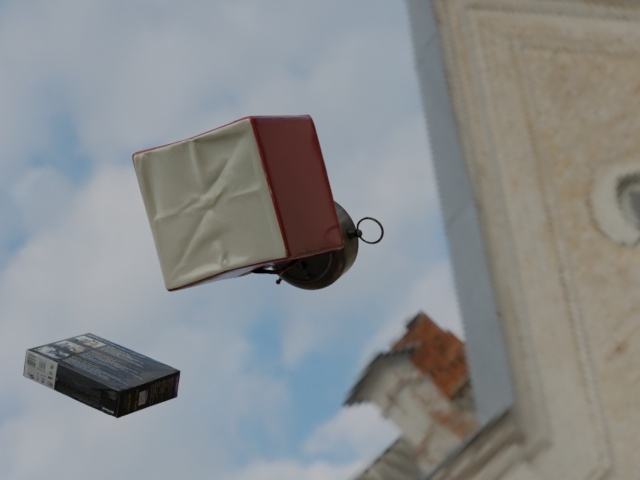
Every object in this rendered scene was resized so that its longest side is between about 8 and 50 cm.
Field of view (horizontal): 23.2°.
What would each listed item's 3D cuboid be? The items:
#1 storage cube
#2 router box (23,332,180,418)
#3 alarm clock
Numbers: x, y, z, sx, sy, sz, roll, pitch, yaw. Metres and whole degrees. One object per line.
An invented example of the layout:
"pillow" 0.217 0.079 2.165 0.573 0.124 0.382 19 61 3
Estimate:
"storage cube" -0.105 -0.053 2.028 0.184 0.215 0.193 -15 -1 23
"router box" -0.307 0.187 2.196 0.133 0.179 0.046 -14 -62 -55
"alarm clock" 0.000 0.000 2.141 0.064 0.192 0.129 -42 -64 -59
